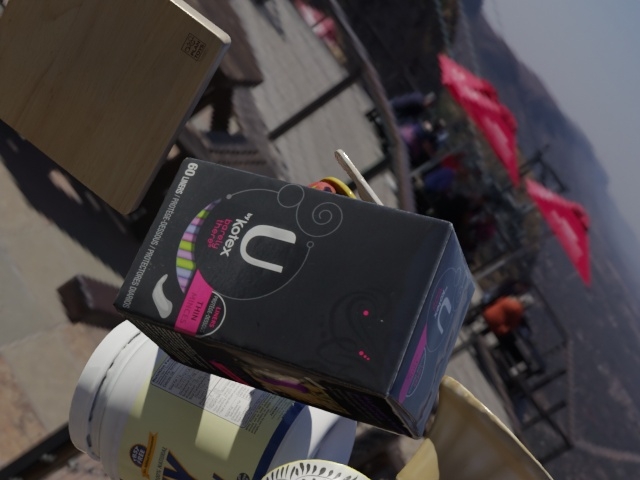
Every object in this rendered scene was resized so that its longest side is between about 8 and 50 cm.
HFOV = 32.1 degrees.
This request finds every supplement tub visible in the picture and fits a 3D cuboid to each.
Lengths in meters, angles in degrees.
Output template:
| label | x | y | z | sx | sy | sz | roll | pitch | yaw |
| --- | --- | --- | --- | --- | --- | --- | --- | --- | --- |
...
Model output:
| label | x | y | z | sx | sy | sz | roll | pitch | yaw |
| --- | --- | --- | --- | --- | --- | --- | --- | --- | --- |
| supplement tub | -0.141 | 0.252 | 1.463 | 0.324 | 0.236 | 0.235 | 21 | 3 | 20 |

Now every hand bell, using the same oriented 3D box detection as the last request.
| label | x | y | z | sx | sy | sz | roll | pitch | yaw |
| --- | --- | --- | --- | --- | --- | --- | --- | --- | --- |
| hand bell | 0.047 | 0.226 | 0.801 | 0.126 | 0.242 | 0.126 | 46 | -6 | 6 |

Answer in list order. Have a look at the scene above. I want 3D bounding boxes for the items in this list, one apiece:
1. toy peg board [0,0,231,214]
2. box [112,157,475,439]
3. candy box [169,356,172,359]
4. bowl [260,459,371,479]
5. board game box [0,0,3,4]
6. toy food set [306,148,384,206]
| label | x | y | z | sx | sy | sz | roll | pitch | yaw |
| --- | --- | --- | --- | --- | --- | --- | --- | --- | --- |
| toy peg board | -0.155 | -0.136 | 0.842 | 0.160 | 0.161 | 0.079 | 37 | 26 | 7 |
| box | -0.019 | 0.051 | 1.006 | 0.165 | 0.270 | 0.143 | -68 | 157 | -18 |
| candy box | -0.121 | 0.029 | 1.330 | 0.071 | 0.159 | 0.233 | 16 | 22 | -11 |
| bowl | -0.005 | 0.322 | 1.157 | 0.170 | 0.170 | 0.080 | 53 | 22 | -11 |
| board game box | -0.433 | -0.242 | 1.157 | 0.194 | 0.194 | 0.060 | 50 | -22 | 20 |
| toy food set | 0.000 | 0.000 | 1.271 | 0.128 | 0.071 | 0.218 | 59 | -26 | 22 |
